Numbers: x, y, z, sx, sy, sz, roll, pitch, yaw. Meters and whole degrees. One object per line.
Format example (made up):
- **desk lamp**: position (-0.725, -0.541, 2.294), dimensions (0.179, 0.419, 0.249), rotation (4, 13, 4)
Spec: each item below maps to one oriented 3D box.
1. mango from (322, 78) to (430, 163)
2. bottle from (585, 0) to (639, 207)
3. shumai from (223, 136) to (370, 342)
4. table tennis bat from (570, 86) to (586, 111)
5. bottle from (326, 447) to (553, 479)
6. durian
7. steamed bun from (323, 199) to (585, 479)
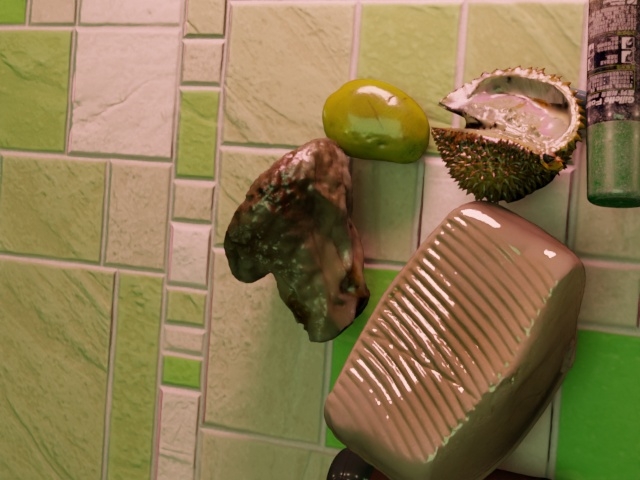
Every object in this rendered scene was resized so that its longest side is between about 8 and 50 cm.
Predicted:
- **mango**: position (0.082, -0.175, 1.707), dimensions (0.163, 0.089, 0.117), rotation (9, 87, 14)
- **bottle**: position (0.391, -0.210, 1.515), dimensions (0.093, 0.093, 0.330), rotation (-1, 80, 26)
- **shumai**: position (0.000, 0.000, 1.674), dimensions (0.203, 0.222, 0.272), rotation (37, 146, 23)
- **table tennis bat**: position (0.419, -0.176, 1.566), dimensions (0.201, 0.033, 0.124), rotation (12, 89, 23)
- **bottle**: position (0.167, 0.373, 1.638), dimensions (0.336, 0.144, 0.144), rotation (8, 94, 29)
- **durian**: position (0.266, -0.121, 1.563), dimensions (0.193, 0.138, 0.237), rotation (-31, 35, -2)
- **steamed bun**: position (0.199, 0.154, 1.569), dimensions (0.247, 0.236, 0.383), rotation (33, 92, 34)
